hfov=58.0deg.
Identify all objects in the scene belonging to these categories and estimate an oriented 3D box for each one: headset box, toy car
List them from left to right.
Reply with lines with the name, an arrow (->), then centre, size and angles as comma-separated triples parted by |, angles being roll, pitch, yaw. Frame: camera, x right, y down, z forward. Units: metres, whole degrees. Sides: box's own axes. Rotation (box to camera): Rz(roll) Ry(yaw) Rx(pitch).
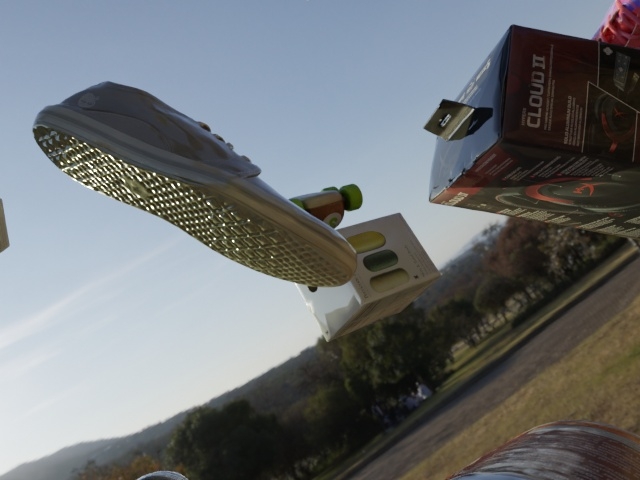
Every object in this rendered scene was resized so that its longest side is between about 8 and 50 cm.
toy car -> 0.000, 0.000, 1.116 | 0.154, 0.189, 0.149 | -16, 9, -27
headset box -> 0.253, -0.093, 0.579 | 0.292, 0.110, 0.218 | 9, -11, -3

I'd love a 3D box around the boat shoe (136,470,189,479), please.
boat shoe -> -0.225, 0.409, 0.697 | 0.103, 0.118, 0.321 | -93, 20, -78

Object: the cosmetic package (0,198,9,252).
cosmetic package -> -0.669, 0.013, 1.018 | 0.231, 0.085, 0.118 | -57, -17, -54

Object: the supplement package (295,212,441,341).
supplement package -> 0.109, 0.086, 1.424 | 0.262, 0.199, 0.198 | -15, -25, -37

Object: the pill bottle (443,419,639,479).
pill bottle -> 0.160, 0.263, 0.400 | 0.224, 0.224, 0.392 | -40, -27, 23

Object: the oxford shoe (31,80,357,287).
oxford shoe -> -0.147, -0.080, 0.741 | 0.130, 0.449, 0.169 | -60, -7, -32

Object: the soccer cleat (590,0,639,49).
soccer cleat -> 0.397, -0.250, 0.758 | 0.116, 0.109, 0.318 | -19, -25, 8
